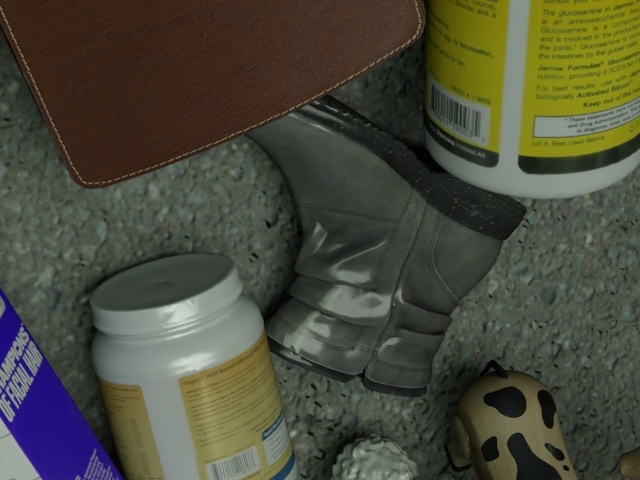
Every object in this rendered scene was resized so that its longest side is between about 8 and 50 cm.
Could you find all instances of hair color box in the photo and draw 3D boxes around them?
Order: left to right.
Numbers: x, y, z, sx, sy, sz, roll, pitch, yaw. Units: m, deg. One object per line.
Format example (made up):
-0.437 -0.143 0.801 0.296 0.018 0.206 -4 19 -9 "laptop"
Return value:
-0.268 0.189 1.188 0.185 0.110 0.339 -19 116 19 "hair color box"

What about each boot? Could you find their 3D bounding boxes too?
0.000 0.000 1.315 0.338 0.118 0.223 27 98 -21 "boot"

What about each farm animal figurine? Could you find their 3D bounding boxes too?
0.220 0.242 1.358 0.330 0.172 0.327 -29 69 -17 "farm animal figurine"

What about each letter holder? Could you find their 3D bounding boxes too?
-0.095 -0.201 1.176 0.301 0.152 0.214 -26 129 -7 "letter holder"

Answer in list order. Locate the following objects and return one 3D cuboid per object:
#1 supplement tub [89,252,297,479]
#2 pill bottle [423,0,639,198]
-0.106 0.124 1.270 0.144 0.144 0.200 -19 109 -20 "supplement tub"
0.176 -0.216 1.195 0.188 0.188 0.334 -15 126 -21 "pill bottle"
